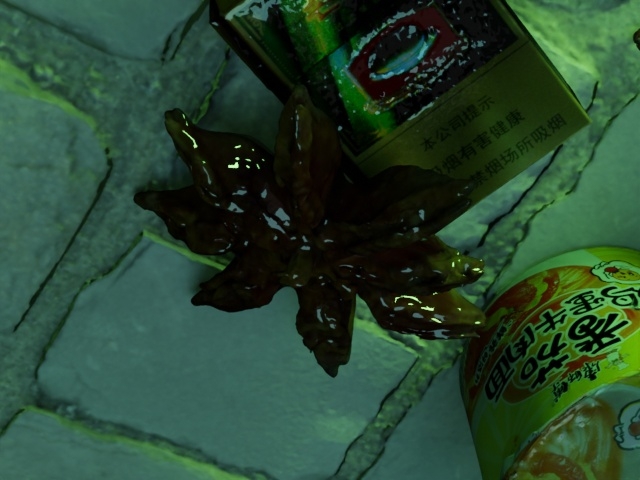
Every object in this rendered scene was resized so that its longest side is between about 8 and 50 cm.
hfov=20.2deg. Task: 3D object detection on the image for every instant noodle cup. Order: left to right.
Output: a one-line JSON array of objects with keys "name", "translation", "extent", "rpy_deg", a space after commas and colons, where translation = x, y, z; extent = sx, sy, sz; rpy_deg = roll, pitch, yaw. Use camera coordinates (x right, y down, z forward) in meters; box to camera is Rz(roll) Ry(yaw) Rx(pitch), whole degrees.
[{"name": "instant noodle cup", "translation": [0.228, 0.140, 1.336], "extent": [0.264, 0.200, 0.264], "rpy_deg": [-5, 121, -9]}]

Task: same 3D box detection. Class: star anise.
[{"name": "star anise", "translation": [0.001, 0.000, 1.226], "extent": [0.288, 0.088, 0.288], "rpy_deg": [12, 143, 9]}]

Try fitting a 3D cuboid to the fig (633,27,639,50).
[{"name": "fig", "translation": [0.339, -0.102, 1.289], "extent": [0.245, 0.149, 0.149], "rpy_deg": [34, 109, -6]}]

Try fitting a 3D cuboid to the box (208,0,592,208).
[{"name": "box", "translation": [0.055, -0.127, 1.224], "extent": [0.159, 0.071, 0.240], "rpy_deg": [-35, 121, 14]}]
